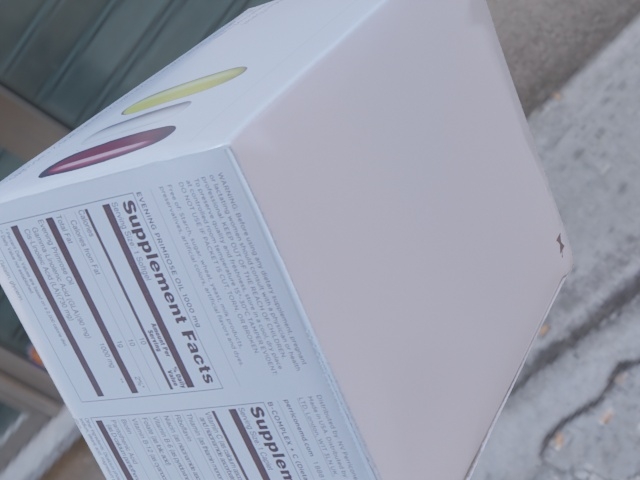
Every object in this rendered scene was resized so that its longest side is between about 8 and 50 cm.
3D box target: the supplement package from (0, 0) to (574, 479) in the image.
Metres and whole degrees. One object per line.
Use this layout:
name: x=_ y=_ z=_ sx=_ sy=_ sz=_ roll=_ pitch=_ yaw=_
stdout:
supplement package: x=0.000 y=0.000 z=0.560 sx=0.145 sy=0.204 sz=0.262 roll=-10 pitch=24 yaw=32
